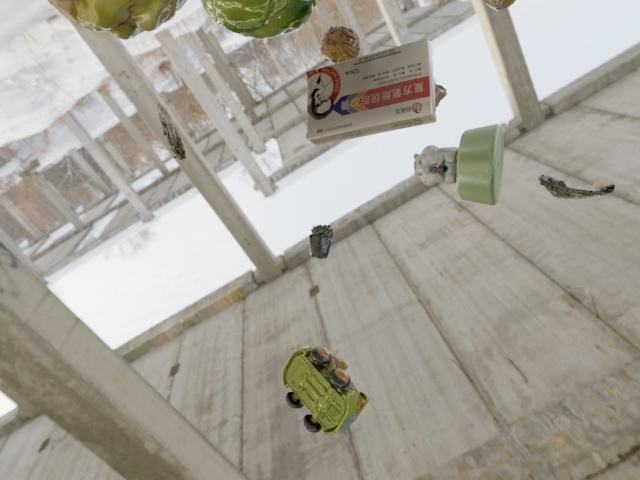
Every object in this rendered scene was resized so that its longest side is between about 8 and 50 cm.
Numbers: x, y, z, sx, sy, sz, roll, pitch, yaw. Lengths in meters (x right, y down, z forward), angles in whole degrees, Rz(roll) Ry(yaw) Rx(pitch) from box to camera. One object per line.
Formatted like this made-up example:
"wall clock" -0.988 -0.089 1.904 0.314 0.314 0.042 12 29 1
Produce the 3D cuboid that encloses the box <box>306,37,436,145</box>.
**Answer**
"box" 0.129 -0.396 1.249 0.353 0.069 0.214 -6 -102 27

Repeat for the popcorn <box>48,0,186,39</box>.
"popcorn" -0.251 -0.408 0.609 0.286 0.215 0.252 -21 -172 39

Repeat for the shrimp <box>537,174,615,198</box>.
"shrimp" 0.830 -0.179 1.487 0.198 0.262 0.051 -2 -104 49

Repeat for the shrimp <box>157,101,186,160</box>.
"shrimp" -0.426 -0.307 1.305 0.042 0.190 0.101 -23 167 -13

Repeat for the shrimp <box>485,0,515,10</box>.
"shrimp" 0.540 -0.879 1.261 0.110 0.445 0.221 -1 -158 -13

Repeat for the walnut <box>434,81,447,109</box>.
"walnut" 0.398 -0.584 1.866 0.204 0.141 0.238 19 -156 14

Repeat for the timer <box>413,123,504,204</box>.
"timer" 0.501 -0.280 1.710 0.315 0.290 0.290 4 -139 25

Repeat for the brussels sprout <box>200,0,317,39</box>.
"brussels sprout" -0.149 -0.643 1.144 0.295 0.259 0.227 -8 -150 12

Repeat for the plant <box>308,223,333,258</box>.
"plant" 0.000 0.000 1.831 0.094 0.092 0.143 -12 -114 56

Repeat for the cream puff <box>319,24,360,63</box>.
"cream puff" 0.075 -0.700 1.634 0.150 0.115 0.165 -24 -121 -38

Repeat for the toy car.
"toy car" 0.017 0.403 1.272 0.248 0.142 0.200 46 -63 31
